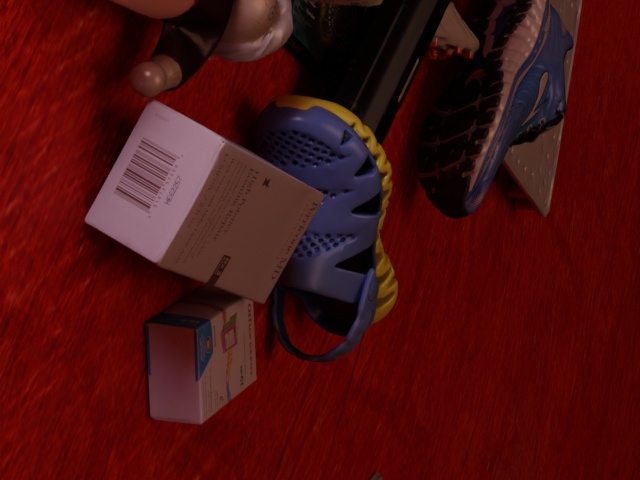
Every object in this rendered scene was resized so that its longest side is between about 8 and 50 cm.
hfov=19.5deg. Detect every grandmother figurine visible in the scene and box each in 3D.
[{"bbox_3d":[-0.115,-0.213,1.478,0.342,0.104,0.208,19,85,-66],"label":"grandmother figurine"}]

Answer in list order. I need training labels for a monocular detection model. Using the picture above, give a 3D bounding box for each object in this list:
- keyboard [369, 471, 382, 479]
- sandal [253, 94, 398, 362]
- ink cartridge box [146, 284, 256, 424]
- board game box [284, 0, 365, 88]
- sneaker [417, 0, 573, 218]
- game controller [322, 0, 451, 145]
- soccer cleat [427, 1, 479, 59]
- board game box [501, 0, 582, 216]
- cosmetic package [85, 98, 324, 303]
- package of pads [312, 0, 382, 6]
[{"bbox_3d":[0.023,0.347,2.080,0.256,0.014,0.072,-43,139,-60],"label":"keyboard"},{"bbox_3d":[0.000,0.000,1.796,0.138,0.126,0.317,-60,147,-40],"label":"sandal"},{"bbox_3d":[-0.103,0.098,1.637,0.122,0.052,0.089,-37,129,-64],"label":"ink cartridge box"},{"bbox_3d":[0.000,-0.237,1.864,0.186,0.026,0.126,38,60,-66],"label":"board game box"},{"bbox_3d":[0.232,-0.156,2.253,0.147,0.129,0.330,42,61,-28],"label":"sneaker"},{"bbox_3d":[0.071,-0.197,1.931,0.166,0.067,0.319,86,29,-70],"label":"game controller"},{"bbox_3d":[0.139,-0.255,2.172,0.196,0.068,0.076,9,83,-66],"label":"soccer cleat"},{"bbox_3d":[0.275,-0.273,2.540,0.390,0.050,0.390,42,56,-65],"label":"board game box"},{"bbox_3d":[-0.091,-0.027,1.552,0.117,0.085,0.231,-61,156,3],"label":"cosmetic package"},{"bbox_3d":[0.011,-0.382,1.623,0.229,0.101,0.297,41,57,-68],"label":"package of pads"}]
